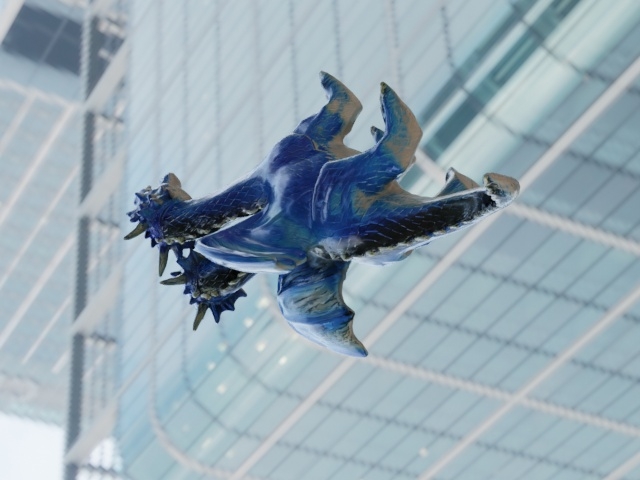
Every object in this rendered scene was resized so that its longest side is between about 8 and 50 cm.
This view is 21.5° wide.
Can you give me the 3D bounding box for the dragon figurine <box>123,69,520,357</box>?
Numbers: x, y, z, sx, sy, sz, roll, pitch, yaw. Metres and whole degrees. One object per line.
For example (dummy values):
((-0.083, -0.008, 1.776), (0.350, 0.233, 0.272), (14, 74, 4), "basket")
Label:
((0.000, 0.000, 0.822), (0.144, 0.289, 0.085), (-49, -61, -6), "dragon figurine")
